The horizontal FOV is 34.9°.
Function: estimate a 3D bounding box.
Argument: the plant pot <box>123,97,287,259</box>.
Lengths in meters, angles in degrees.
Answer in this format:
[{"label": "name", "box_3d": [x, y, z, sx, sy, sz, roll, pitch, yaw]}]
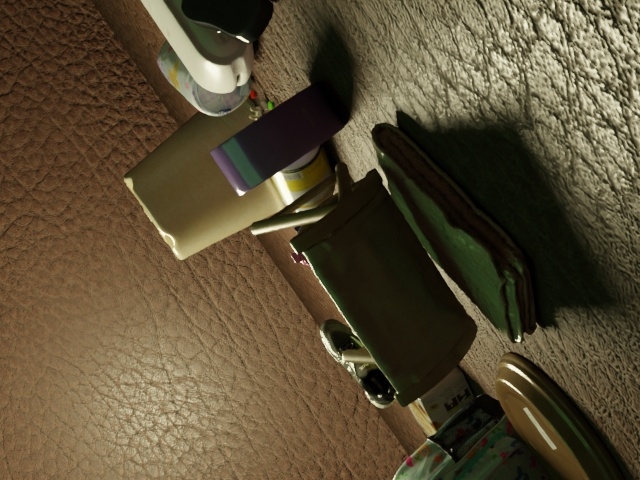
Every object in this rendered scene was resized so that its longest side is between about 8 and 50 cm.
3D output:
[{"label": "plant pot", "box_3d": [-0.241, -0.131, 2.194, 0.333, 0.305, 0.334, 54, 172, 12]}]

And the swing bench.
[{"label": "swing bench", "box_3d": [0.065, 0.046, 1.332, 0.253, 0.165, 0.255, 57, 170, -14]}]

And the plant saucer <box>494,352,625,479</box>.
[{"label": "plant saucer", "box_3d": [0.334, 0.282, 1.443, 0.278, 0.041, 0.278, 55, 172, 11]}]

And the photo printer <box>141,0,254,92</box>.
[{"label": "photo printer", "box_3d": [-0.224, -0.394, 1.738, 0.307, 0.107, 0.256, 56, 172, -4]}]

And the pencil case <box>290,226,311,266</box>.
[{"label": "pencil case", "box_3d": [0.000, 0.000, 1.899, 0.095, 0.098, 0.209, 53, -173, 0]}]

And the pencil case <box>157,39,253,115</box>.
[{"label": "pencil case", "box_3d": [-0.231, -0.333, 2.000, 0.273, 0.124, 0.113, -138, 35, -57]}]

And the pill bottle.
[{"label": "pill bottle", "box_3d": [-0.032, -0.115, 1.750, 0.103, 0.103, 0.184, 50, 170, 34]}]

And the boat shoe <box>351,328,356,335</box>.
[{"label": "boat shoe", "box_3d": [0.085, 0.098, 1.950, 0.116, 0.097, 0.324, 53, 172, 24]}]

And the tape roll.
[{"label": "tape roll", "box_3d": [-0.063, -0.148, 1.495, 0.080, 0.189, 0.189, 56, 172, -5]}]

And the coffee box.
[{"label": "coffee box", "box_3d": [0.236, 0.321, 1.955, 0.141, 0.098, 0.246, 45, 167, 54]}]

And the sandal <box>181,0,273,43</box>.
[{"label": "sandal", "box_3d": [-0.139, -0.346, 1.520, 0.054, 0.097, 0.254, 27, -167, -40]}]

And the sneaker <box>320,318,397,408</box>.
[{"label": "sneaker", "box_3d": [0.089, 0.260, 2.194, 0.234, 0.078, 0.106, 51, 169, 5]}]

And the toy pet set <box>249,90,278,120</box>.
[{"label": "toy pet set", "box_3d": [-0.082, -0.212, 1.898, 0.122, 0.065, 0.114, 41, 129, 52]}]

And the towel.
[{"label": "towel", "box_3d": [0.161, -0.006, 1.252, 0.282, 0.049, 0.187, 50, 170, 35]}]

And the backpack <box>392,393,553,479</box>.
[{"label": "backpack", "box_3d": [0.250, 0.409, 1.643, 0.225, 0.253, 0.191, 56, 174, -26]}]
